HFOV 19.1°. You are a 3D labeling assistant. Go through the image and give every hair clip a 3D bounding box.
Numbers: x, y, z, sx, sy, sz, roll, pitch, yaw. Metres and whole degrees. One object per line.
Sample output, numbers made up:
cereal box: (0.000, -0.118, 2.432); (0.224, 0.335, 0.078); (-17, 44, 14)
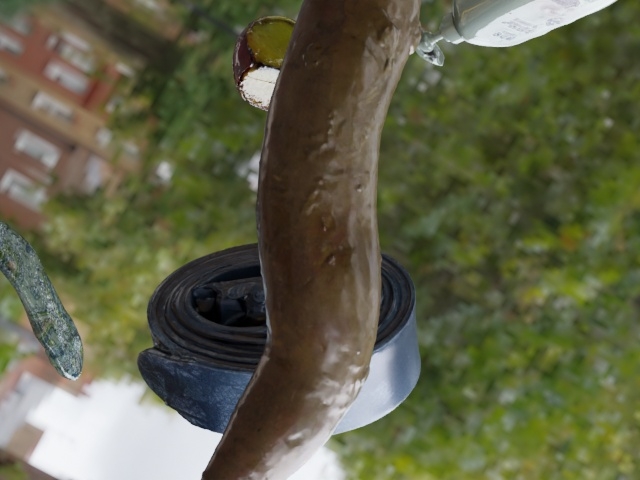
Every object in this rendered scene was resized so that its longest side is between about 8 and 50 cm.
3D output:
hair clip: (-0.271, 0.028, 1.665); (0.036, 0.229, 0.066); (-27, -159, 26)

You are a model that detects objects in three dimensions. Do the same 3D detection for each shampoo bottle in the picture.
shampoo bottle: (0.118, -0.154, 1.238); (0.152, 0.077, 0.045); (-18, -110, 40)

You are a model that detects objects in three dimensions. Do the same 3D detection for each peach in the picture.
peach: (-0.034, -0.128, 1.428); (0.050, 0.077, 0.083); (-43, -173, 33)

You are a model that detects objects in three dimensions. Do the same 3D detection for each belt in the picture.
belt: (-0.028, 0.064, 1.299); (0.141, 0.190, 0.082); (-84, 170, -52)

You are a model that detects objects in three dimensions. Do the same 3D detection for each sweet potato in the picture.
sweet potato: (0.000, 0.000, 0.836); (0.059, 0.067, 0.281); (4, -96, 43)
